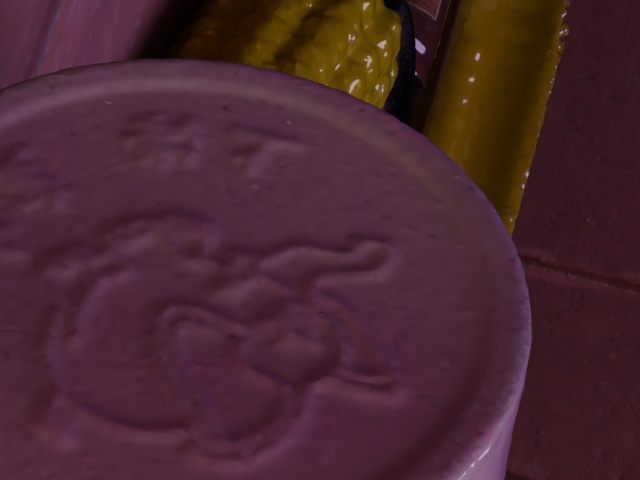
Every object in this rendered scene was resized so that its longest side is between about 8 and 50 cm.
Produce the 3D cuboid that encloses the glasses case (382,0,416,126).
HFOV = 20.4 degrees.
[{"bbox_3d":[0.000,0.000,1.113,0.122,0.082,0.321,-59,162,-71],"label":"glasses case"}]

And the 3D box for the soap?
[{"bbox_3d":[0.076,-0.034,1.318,0.199,0.091,0.315,147,-37,-69],"label":"soap"}]

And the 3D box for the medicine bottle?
[{"bbox_3d":[-0.050,0.125,0.613,0.212,0.212,0.325,-66,167,-45],"label":"medicine bottle"}]

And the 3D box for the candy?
[{"bbox_3d":[-0.039,-0.048,0.798,0.199,0.094,0.106,-56,161,-45],"label":"candy"}]

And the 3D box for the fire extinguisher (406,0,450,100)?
[{"bbox_3d":[0.067,-0.224,1.197,0.106,0.075,0.252,79,27,-68],"label":"fire extinguisher"}]
